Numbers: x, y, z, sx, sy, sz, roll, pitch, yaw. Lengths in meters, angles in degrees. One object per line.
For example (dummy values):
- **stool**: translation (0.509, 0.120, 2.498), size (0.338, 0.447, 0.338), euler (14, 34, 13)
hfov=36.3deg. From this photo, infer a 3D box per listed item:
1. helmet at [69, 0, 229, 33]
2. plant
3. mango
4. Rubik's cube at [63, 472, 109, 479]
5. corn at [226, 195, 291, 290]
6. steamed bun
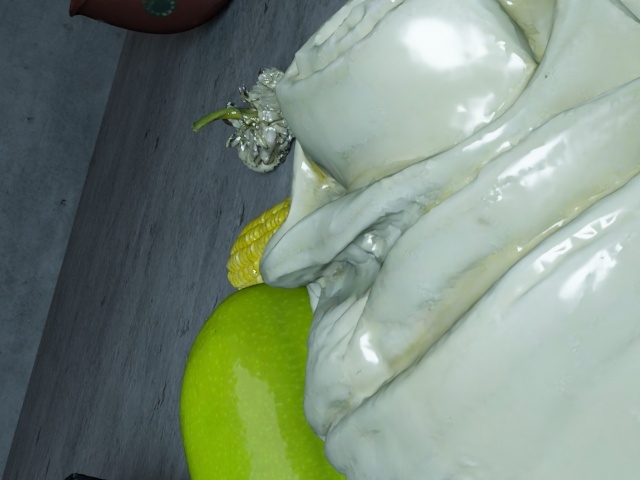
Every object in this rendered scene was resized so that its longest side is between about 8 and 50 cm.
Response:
- **helmet**: translation (-0.229, -0.481, 1.574), size (0.337, 0.230, 0.385), euler (-37, 32, 53)
- **plant**: translation (-0.084, -0.140, 1.111), size (0.104, 0.122, 0.116), euler (138, 139, -69)
- **mango**: translation (-0.013, 0.153, 0.680), size (0.175, 0.143, 0.293), euler (-51, 39, 27)
- **Rubik's cube**: translation (-0.193, 0.334, 0.903), size (0.180, 0.167, 0.183), euler (-38, 37, 54)
- **corn**: translation (0.000, 0.000, 0.830), size (0.244, 0.093, 0.093), euler (-27, 48, 56)
- **steamed bun**: translation (0.081, -0.008, 0.476), size (0.310, 0.219, 0.324), euler (0, 72, 67)
